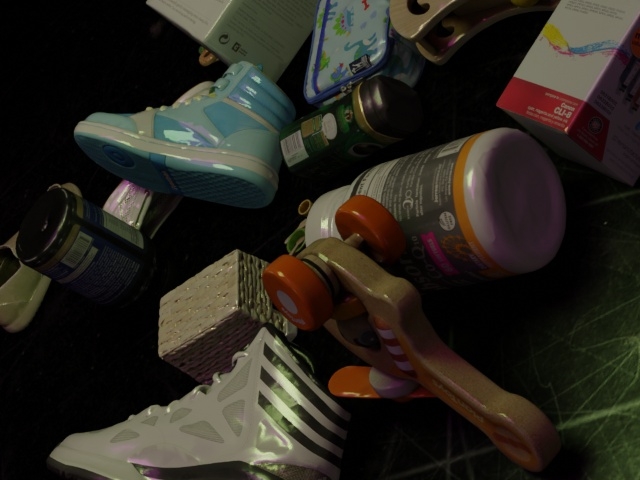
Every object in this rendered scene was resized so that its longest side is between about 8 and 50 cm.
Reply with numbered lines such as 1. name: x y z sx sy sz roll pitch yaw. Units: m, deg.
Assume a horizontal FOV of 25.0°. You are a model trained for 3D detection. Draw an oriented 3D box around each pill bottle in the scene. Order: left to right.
1. pill bottle: -0.314 0.024 2.064 0.123 0.219 0.123 -30 43 33
2. pill bottle: 0.124 -0.021 1.625 0.278 0.162 0.162 -16 53 44

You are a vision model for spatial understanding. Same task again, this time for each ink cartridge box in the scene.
1. ink cartridge box: 0.307 -0.175 1.548 0.176 0.128 0.127 -59 35 0

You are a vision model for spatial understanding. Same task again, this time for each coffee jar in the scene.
1. coffee jar: 0.041 -0.146 1.871 0.184 0.096 0.079 -26 67 36

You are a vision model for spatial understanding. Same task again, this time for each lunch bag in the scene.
1. lunch bag: 0.062 -0.275 1.955 0.176 0.090 0.219 -22 47 43

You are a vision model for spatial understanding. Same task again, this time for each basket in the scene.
1. basket: -0.124 0.099 1.880 0.167 0.103 0.113 -31 44 31

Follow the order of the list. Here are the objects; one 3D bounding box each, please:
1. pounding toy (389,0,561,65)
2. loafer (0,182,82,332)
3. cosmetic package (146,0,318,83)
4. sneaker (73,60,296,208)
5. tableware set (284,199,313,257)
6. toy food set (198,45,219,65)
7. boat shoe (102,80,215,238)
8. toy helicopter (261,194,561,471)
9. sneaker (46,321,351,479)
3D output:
1. pounding toy: 0.154 -0.321 1.779 0.269 0.155 0.154 -2 68 36
2. loafer: -0.476 0.018 2.372 0.102 0.092 0.268 2 66 51
3. cosmetic package: -0.063 -0.445 2.160 0.385 0.156 0.217 -53 40 3
4. sneaker: -0.181 -0.174 2.073 0.319 0.127 0.208 15 66 16
5. tableware set: 0.000 0.000 1.875 0.104 0.024 0.154 -48 36 13
6. toy food set: -0.165 -0.321 2.317 0.083 0.020 0.082 -38 40 26
7. boat shoe: -0.214 -0.106 2.162 0.096 0.098 0.277 38 96 34
8. toy helicopter: 0.103 0.131 1.515 0.355 0.235 0.140 37 64 28
9. sneaker: -0.131 0.234 1.774 0.447 0.169 0.257 2 57 42
